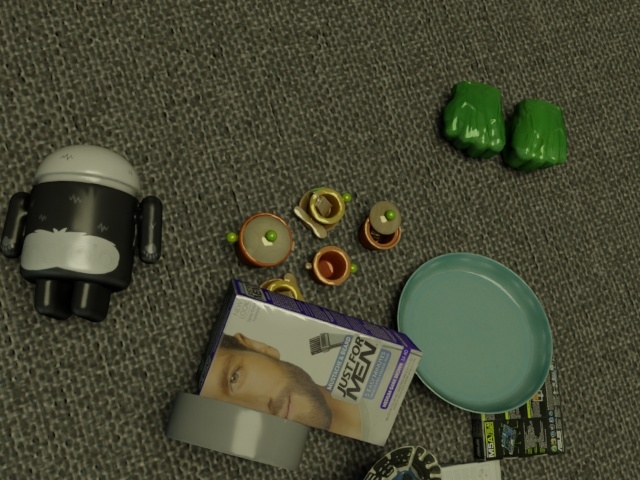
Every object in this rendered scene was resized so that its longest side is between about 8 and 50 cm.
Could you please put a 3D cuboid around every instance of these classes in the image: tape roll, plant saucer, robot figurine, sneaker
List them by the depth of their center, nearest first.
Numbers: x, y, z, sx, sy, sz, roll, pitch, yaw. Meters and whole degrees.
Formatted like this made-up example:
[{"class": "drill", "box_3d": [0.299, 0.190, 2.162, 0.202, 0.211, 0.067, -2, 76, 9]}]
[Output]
[{"class": "tape roll", "box_3d": [-0.131, 0.302, 1.196, 0.219, 0.219, 0.072, 20, 74, -15]}, {"class": "robot figurine", "box_3d": [-0.378, -0.013, 1.204, 0.209, 0.173, 0.278, 12, 74, -35]}, {"class": "sneaker", "box_3d": [0.060, 0.470, 1.274, 0.330, 0.147, 0.130, -27, 61, -2]}, {"class": "plant saucer", "box_3d": [0.289, 0.175, 1.439, 0.317, 0.044, 0.317, 7, 64, -14]}]

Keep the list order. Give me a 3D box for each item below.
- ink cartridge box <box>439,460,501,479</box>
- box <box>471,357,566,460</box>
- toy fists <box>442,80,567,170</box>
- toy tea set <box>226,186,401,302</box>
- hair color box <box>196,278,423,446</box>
[{"class": "ink cartridge box", "box_3d": [0.266, 0.486, 1.406, 0.179, 0.045, 0.145, 5, 76, -37]}, {"class": "box", "box_3d": [0.380, 0.324, 1.470, 0.184, 0.045, 0.190, 0, 79, -17]}, {"class": "toy fists", "box_3d": [0.380, -0.223, 1.562, 0.279, 0.096, 0.142, 13, 64, -15]}, {"class": "toy tea set", "box_3d": [0.000, 0.000, 1.358, 0.336, 0.124, 0.200, -33, 91, -23]}, {"class": "hair color box", "box_3d": [-0.020, 0.209, 1.284, 0.339, 0.110, 0.185, 19, 98, -14]}]
